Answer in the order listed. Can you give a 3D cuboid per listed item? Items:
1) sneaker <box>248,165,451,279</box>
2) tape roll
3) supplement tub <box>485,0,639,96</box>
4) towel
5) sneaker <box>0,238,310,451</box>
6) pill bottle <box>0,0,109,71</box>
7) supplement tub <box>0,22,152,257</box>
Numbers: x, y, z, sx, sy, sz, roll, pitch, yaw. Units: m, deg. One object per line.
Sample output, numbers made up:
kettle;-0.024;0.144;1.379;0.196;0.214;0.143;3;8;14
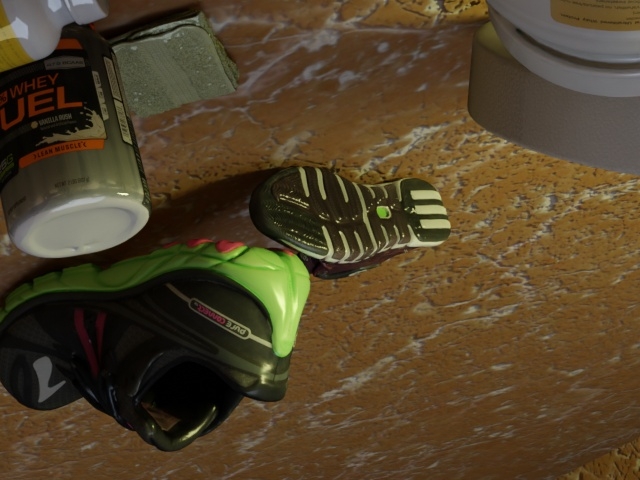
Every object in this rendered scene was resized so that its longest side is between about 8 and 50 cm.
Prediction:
sneaker;0.000;0.000;1.916;0.281;0.106;0.162;4;155;-43
tape roll;0.321;-0.132;1.515;0.392;0.072;0.392;3;-161;-1
supplement tub;0.191;-0.261;1.101;0.228;0.228;0.316;-15;146;-1
towel;-0.135;-0.152;1.535;0.110;0.027;0.148;-17;159;6
sneaker;-0.208;0.132;1.898;0.185;0.202;0.483;13;160;-39
pill bottle;-0.255;-0.172;1.291;0.184;0.103;0.103;-17;159;5
supplement tub;-0.210;-0.092;1.405;0.117;0.190;0.117;-14;159;-6
